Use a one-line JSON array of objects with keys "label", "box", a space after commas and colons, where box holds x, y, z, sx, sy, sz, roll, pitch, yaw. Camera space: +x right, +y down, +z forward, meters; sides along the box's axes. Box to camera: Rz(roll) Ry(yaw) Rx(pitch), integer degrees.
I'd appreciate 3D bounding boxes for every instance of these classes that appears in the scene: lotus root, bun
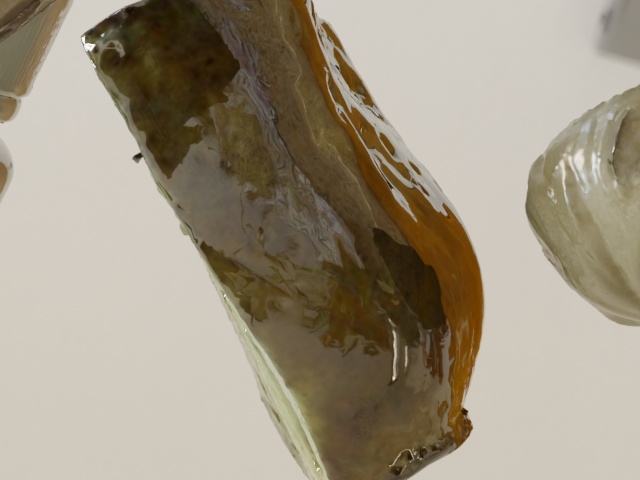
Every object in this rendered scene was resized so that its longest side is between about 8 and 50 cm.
[{"label": "lotus root", "box": [0.005, 0.008, 1.050, 0.260, 0.149, 0.267, 61, 178, 15]}, {"label": "bun", "box": [0.189, -0.015, 0.989, 0.173, 0.113, 0.166, -16, 161, -22]}]

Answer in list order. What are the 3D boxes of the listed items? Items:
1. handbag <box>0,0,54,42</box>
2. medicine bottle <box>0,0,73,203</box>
[{"label": "handbag", "box": [-0.121, -0.189, 0.811, 0.182, 0.270, 0.117, 55, 162, -6]}, {"label": "medicine bottle", "box": [-0.295, -0.040, 1.138, 0.208, 0.340, 0.208, 27, -172, -4]}]
